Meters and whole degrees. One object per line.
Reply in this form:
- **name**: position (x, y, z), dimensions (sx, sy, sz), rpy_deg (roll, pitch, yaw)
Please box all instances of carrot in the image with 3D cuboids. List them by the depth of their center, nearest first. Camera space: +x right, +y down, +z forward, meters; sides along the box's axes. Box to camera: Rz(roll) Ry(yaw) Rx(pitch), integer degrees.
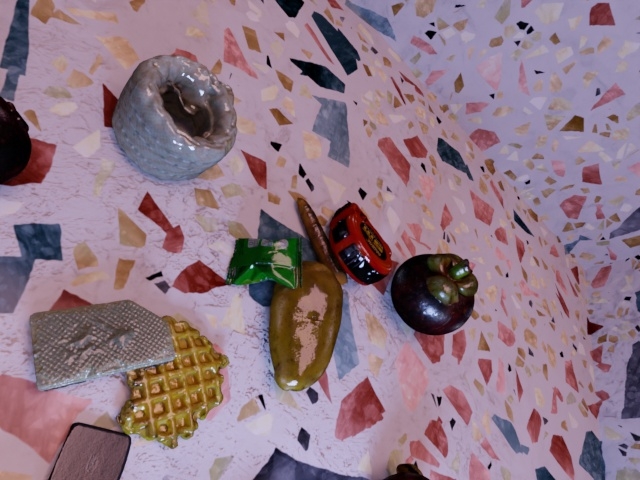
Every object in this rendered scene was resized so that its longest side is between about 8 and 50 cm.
- **carrot**: position (0.000, 0.000, 1.401), dimensions (0.066, 0.066, 0.314), rpy_deg (-20, 84, -45)

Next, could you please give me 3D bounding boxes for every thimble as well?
- **thimble**: position (-0.365, -0.313, 1.136), dimensions (0.291, 0.195, 0.291), rpy_deg (23, 55, -38)

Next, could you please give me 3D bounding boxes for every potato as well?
- **potato**: position (-0.041, 0.222, 1.196), dimensions (0.195, 0.176, 0.369), rpy_deg (47, 44, -52)

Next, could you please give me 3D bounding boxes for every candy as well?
- **candy**: position (-0.146, 0.057, 1.170), dimensions (0.078, 0.203, 0.141), rpy_deg (59, 31, -78)

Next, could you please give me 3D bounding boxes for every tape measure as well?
- **tape measure**: position (0.124, 0.019, 1.428), dimensions (0.253, 0.114, 0.260), rpy_deg (50, 23, -12)

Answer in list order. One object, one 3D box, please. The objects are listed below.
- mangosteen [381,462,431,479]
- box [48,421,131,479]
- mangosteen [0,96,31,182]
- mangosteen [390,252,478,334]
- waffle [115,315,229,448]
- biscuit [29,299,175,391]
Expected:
- **mangosteen**: position (0.241, 0.723, 1.173), dimensions (0.228, 0.228, 0.265), rpy_deg (61, 14, 0)
- **box**: position (-0.435, 0.423, 0.835), dimensions (0.125, 0.027, 0.126), rpy_deg (32, 50, -30)
- **mangosteen**: position (-0.658, -0.191, 0.821), dimensions (0.210, 0.210, 0.210), rpy_deg (19, 58, -34)
- **mangosteen**: position (0.403, 0.179, 1.517), dimensions (0.300, 0.300, 0.300), rpy_deg (19, 58, -34)
- **waffle**: position (-0.335, 0.302, 0.964), dimensions (0.291, 0.051, 0.291), rpy_deg (22, 55, -34)
- **biscuit**: position (-0.431, 0.199, 0.886), dimensions (0.252, 0.052, 0.150), rpy_deg (-4, 62, -33)
